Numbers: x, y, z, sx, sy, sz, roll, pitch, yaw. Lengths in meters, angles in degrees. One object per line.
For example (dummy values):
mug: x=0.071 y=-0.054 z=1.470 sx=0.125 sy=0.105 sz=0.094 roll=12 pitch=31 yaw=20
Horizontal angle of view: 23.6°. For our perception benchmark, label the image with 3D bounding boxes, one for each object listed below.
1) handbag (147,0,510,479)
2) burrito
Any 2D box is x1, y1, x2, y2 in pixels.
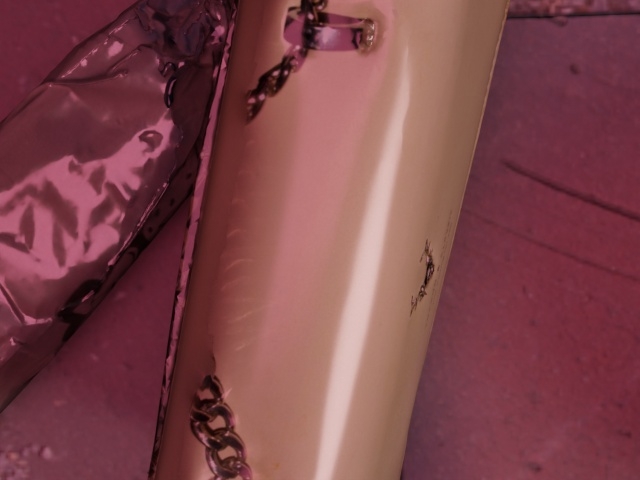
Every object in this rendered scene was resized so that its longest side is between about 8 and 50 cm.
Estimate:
handbag: x=0.000 y=0.000 z=0.906 sx=0.160 sy=0.237 sz=0.359 roll=12 pitch=100 yaw=7
burrito: x=-0.183 y=-0.013 z=1.008 sx=0.139 sy=0.101 sz=0.445 roll=45 pitch=99 yaw=6
